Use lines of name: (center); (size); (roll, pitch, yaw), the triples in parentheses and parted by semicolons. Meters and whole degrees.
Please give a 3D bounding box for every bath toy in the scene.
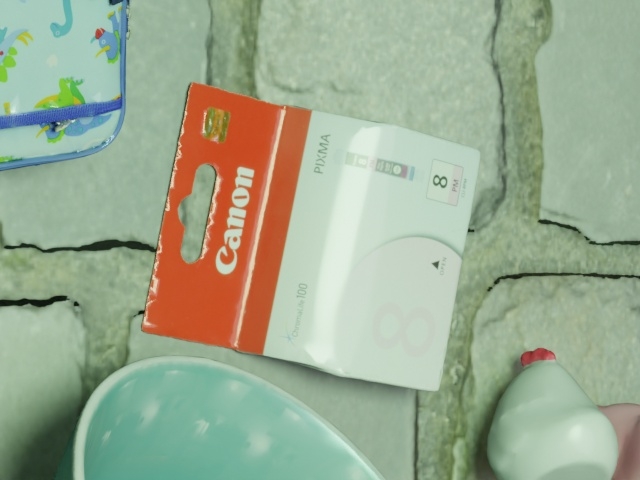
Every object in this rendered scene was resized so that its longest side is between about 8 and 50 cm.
bath toy: (0.274, 0.171, 1.584); (0.348, 0.151, 0.129); (15, 46, -30)

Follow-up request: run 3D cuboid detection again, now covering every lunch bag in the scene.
lunch bag: (-0.228, -0.124, 1.245); (0.219, 0.090, 0.176); (-9, 114, -31)

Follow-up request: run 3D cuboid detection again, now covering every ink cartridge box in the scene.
ink cartridge box: (0.000, 0.000, 1.436); (0.232, 0.066, 0.189); (14, 86, -37)

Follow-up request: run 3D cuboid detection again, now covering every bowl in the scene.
bowl: (-0.073, 0.246, 1.291); (0.312, 0.311, 0.163); (25, 123, -32)
